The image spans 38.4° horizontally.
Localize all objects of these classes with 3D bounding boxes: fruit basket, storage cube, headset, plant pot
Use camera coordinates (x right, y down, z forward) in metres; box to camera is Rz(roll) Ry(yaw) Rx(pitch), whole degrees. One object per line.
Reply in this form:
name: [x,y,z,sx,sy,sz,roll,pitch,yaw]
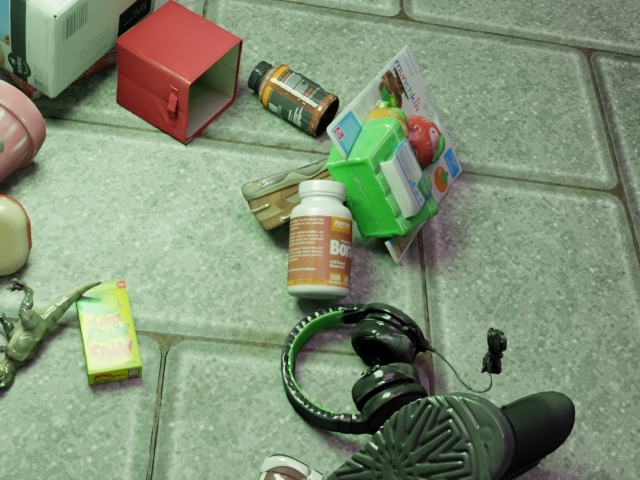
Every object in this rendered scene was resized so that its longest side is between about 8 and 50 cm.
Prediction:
fruit basket: [0.175,-0.181,1.883,0.165,0.327,0.353,-1,35,44]
storage cube: [-0.302,-0.360,1.959,0.193,0.184,0.215,31,53,12]
headset: [0.125,0.211,1.630,0.394,0.185,0.243,1,53,1]
plant pot: [-0.647,-0.181,1.727,0.201,0.201,0.180,18,50,1]

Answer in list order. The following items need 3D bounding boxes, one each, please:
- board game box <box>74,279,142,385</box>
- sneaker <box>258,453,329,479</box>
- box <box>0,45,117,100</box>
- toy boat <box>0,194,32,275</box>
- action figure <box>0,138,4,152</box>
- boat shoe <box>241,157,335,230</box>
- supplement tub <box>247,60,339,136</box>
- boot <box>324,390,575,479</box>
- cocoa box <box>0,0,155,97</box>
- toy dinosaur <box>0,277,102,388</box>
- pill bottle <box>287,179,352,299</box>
board game box: [-0.379,0.161,1.635,0.092,0.043,0.181,-7,56,-19]
sneaker: [0.007,0.470,1.473,0.281,0.106,0.163,21,60,12]
box: [-0.554,-0.428,1.986,0.257,0.123,0.128,-34,69,-32]
toy boat: [-0.645,-0.022,1.670,0.231,0.151,0.151,-2,24,-16]
action figure: [-0.703,-0.193,1.543,0.330,0.178,0.341,24,86,17]
boat shoe: [-0.018,-0.098,1.889,0.324,0.123,0.117,-20,94,-35]
supplement tub: [-0.063,-0.321,2.036,0.197,0.106,0.106,33,53,11]
boot: [0.263,0.311,1.401,0.445,0.367,0.146,0,63,-43]
cocoa box: [-0.511,-0.504,1.827,0.228,0.231,0.347,32,54,6]
toy dinosaur: [-0.513,0.139,1.594,0.118,0.064,0.268,38,68,3]
pill bottle: [0.000,0.000,1.750,0.121,0.121,0.216,4,81,-11]
